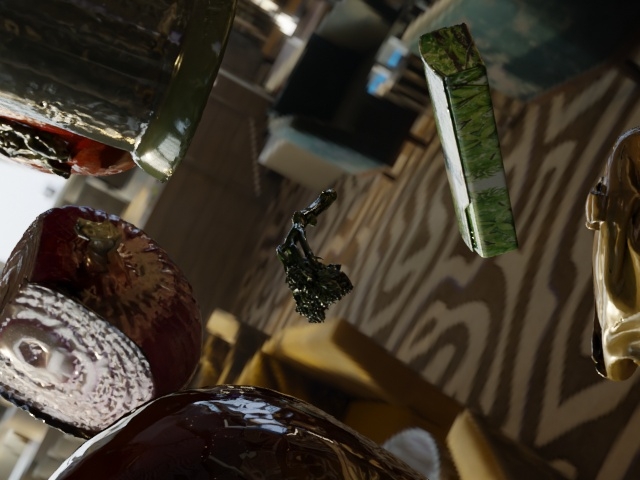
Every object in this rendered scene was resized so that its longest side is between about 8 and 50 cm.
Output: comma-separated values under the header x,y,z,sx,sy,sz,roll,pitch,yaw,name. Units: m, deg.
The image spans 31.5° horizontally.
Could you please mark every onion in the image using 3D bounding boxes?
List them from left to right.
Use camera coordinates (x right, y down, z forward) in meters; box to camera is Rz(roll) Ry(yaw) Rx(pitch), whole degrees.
x,y,z,sx,sy,sz,roll,pitch,yaw,name
-0.252,0.083,1.302,0.272,0.256,0.230,-27,18,26,onion

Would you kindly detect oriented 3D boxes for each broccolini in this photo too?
x,y,z,sx,sy,sz,roll,pitch,yaw,name
-0.006,-0.003,0.881,0.054,0.052,0.194,-52,17,26,broccolini

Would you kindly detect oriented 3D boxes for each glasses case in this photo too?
x,y,z,sx,sy,sz,roll,pitch,yaw,name
0.169,-0.107,1.298,0.095,0.062,0.272,-101,-6,-49,glasses case

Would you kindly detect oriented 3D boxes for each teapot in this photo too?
x,y,z,sx,sy,sz,roll,pitch,yaw,name
-0.268,-0.202,1.024,0.270,0.337,0.200,-154,84,-73,teapot

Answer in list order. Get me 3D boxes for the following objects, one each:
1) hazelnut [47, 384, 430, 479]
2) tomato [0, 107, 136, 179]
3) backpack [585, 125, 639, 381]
x,y,z,sx,sy,sz,roll,pitch,yaw,name
-0.038,0.145,0.411,0.208,0.208,0.208,-57,13,21,hazelnut
-0.307,-0.225,1.330,0.293,0.325,0.290,113,173,-65,tomato
0.467,0.000,1.553,0.378,0.201,0.354,-68,-23,-50,backpack
